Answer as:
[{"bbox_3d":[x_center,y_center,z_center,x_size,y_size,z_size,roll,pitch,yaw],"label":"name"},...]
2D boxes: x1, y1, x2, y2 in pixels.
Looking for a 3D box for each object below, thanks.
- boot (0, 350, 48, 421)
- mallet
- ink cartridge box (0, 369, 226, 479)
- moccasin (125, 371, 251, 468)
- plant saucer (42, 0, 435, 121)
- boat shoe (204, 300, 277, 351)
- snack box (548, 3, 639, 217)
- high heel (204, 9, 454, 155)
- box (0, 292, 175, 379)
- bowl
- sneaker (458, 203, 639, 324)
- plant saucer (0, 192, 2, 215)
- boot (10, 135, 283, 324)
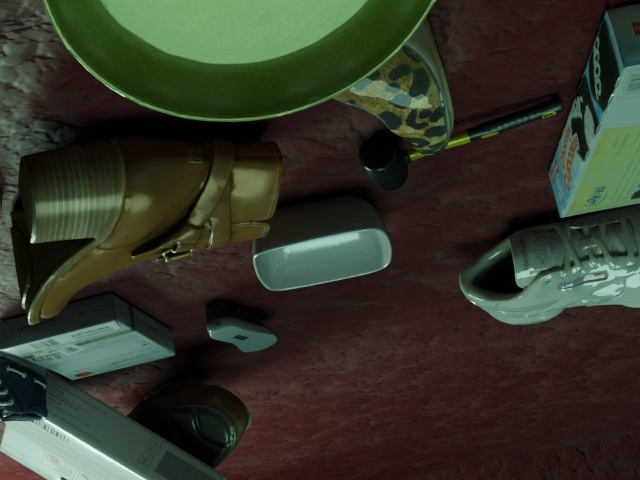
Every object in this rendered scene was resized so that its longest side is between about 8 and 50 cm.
[{"bbox_3d":[-0.393,0.167,1.435,0.069,0.086,0.190,-20,158,25],"label":"boot"},{"bbox_3d":[0.129,-0.090,1.097,0.190,0.039,0.062,-16,160,2],"label":"mallet"},{"bbox_3d":[-0.295,0.304,1.643,0.296,0.066,0.261,32,151,-2],"label":"ink cartridge box"},{"bbox_3d":[-0.194,0.264,1.720,0.147,0.139,0.380,-46,-178,-30],"label":"moccasin"},{"bbox_3d":[-0.042,-0.173,0.688,0.241,0.037,0.241,-9,136,-9],"label":"plant saucer"},{"bbox_3d":[-0.098,0.106,1.489,0.049,0.040,0.142,-27,156,16],"label":"boat shoe"},{"bbox_3d":[0.324,-0.117,1.079,0.187,0.060,0.322,-10,160,-2],"label":"snack box"},{"bbox_3d":[-0.009,-0.119,0.853,0.186,0.093,0.261,-17,146,9],"label":"high heel"},{"bbox_3d":[-0.276,0.119,1.437,0.145,0.038,0.186,-15,158,11],"label":"box"},{"bbox_3d":[0.000,0.000,1.238,0.142,0.053,0.142,-11,159,2],"label":"bowl"},{"bbox_3d":[0.302,0.027,1.370,0.305,0.114,0.152,-22,158,27],"label":"sneaker"},{"bbox_3d":[-0.377,-0.015,1.034,0.200,0.037,0.200,-10,159,-4],"label":"plant saucer"},{"bbox_3d":[-0.163,-0.013,1.084,0.220,0.109,0.283,-7,152,-21],"label":"boot"}]
